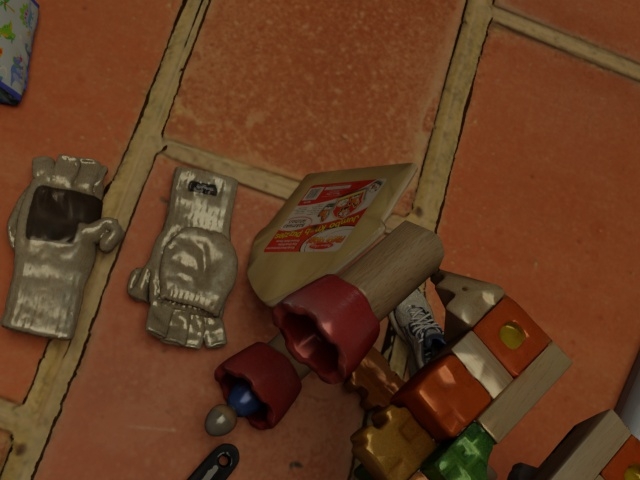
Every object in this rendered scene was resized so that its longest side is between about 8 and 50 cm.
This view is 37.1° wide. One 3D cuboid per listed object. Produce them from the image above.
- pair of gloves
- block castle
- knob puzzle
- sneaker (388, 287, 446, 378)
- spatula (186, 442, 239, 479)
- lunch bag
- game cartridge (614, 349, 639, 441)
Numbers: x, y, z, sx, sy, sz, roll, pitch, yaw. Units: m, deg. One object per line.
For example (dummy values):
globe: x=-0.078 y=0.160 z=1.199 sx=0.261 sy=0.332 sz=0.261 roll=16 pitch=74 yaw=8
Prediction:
pair of gloves: x=-0.207 y=0.012 z=1.007 sx=0.240 sy=0.042 sz=0.204 roll=5 pitch=68 yaw=-15
block castle: x=0.110 y=0.234 z=0.881 sx=0.213 sy=0.303 sz=0.453 roll=-39 pitch=86 yaw=-29
knob puzzle: x=0.000 y=0.000 z=1.001 sx=0.213 sy=0.213 sz=0.030 roll=-51 pitch=121 yaw=-23
sneaker: x=0.117 y=0.104 z=1.054 sx=0.052 sy=0.058 sz=0.135 roll=-15 pitch=76 yaw=-19
spatula: x=-0.180 y=0.313 z=0.920 sx=0.084 sy=0.030 sz=0.296 roll=43 pitch=66 yaw=-5
lunch bag: x=-0.377 y=-0.227 z=1.013 sx=0.151 sy=0.096 sz=0.129 roll=21 pitch=65 yaw=-39
game cartridge: x=0.489 y=0.237 z=1.114 sx=0.297 sy=0.062 sz=0.198 roll=32 pitch=71 yaw=-3
